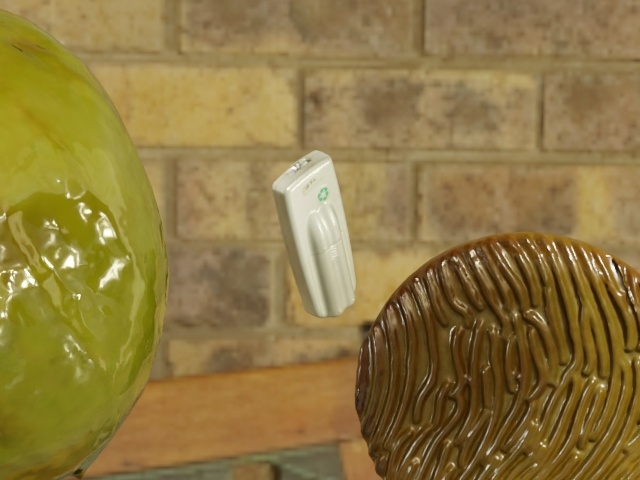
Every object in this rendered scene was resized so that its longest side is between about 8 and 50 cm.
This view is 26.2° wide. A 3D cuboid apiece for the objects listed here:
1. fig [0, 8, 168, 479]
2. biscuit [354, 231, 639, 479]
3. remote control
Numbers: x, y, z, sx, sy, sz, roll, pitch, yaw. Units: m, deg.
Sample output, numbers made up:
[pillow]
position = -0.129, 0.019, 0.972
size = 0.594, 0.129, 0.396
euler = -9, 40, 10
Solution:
[fig]
position = -0.255, 0.019, 0.904
size = 0.343, 0.343, 0.343
euler = 0, 6, 0
[biscuit]
position = 0.186, 0.147, 1.248
size = 0.318, 0.317, 0.040
euler = 2, 11, 13
[remote control]
position = -0.001, -0.001, 1.746
size = 0.090, 0.230, 0.049
euler = -38, 44, -28
